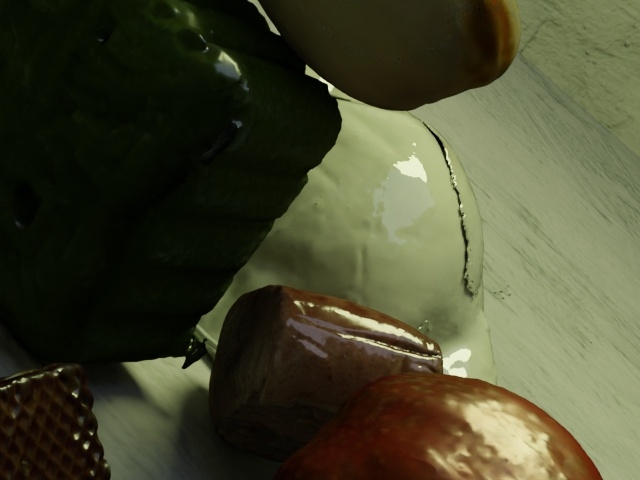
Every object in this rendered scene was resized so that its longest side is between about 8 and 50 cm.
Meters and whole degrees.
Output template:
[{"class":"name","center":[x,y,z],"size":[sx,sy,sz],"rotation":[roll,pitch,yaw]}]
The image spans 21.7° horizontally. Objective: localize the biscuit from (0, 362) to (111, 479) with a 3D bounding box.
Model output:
[{"class":"biscuit","center":[-0.217,0.135,0.716],"size":[0.388,0.073,0.107],"rotation":[-12,89,-66]}]

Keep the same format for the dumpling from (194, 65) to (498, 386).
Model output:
[{"class":"dumpling","center":[-0.001,-0.003,1.319],"size":[0.260,0.181,0.341],"rotation":[-5,82,-23]}]

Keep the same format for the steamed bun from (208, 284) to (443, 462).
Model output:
[{"class":"steamed bun","center":[0.003,0.098,1.123],"size":[0.144,0.106,0.175],"rotation":[19,-17,-12]}]

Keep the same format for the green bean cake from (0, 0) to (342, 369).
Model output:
[{"class":"green bean cake","center":[-0.146,-0.070,1.102],"size":[0.247,0.250,0.156],"rotation":[49,22,28]}]

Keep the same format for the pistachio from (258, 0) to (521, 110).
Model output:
[{"class":"pistachio","center":[0.031,-0.168,1.054],"size":[0.215,0.144,0.144],"rotation":[42,20,13]}]

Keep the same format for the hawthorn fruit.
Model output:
[{"class":"hawthorn fruit","center":[0.088,0.196,0.959],"size":[0.253,0.205,0.205],"rotation":[31,14,32]}]
